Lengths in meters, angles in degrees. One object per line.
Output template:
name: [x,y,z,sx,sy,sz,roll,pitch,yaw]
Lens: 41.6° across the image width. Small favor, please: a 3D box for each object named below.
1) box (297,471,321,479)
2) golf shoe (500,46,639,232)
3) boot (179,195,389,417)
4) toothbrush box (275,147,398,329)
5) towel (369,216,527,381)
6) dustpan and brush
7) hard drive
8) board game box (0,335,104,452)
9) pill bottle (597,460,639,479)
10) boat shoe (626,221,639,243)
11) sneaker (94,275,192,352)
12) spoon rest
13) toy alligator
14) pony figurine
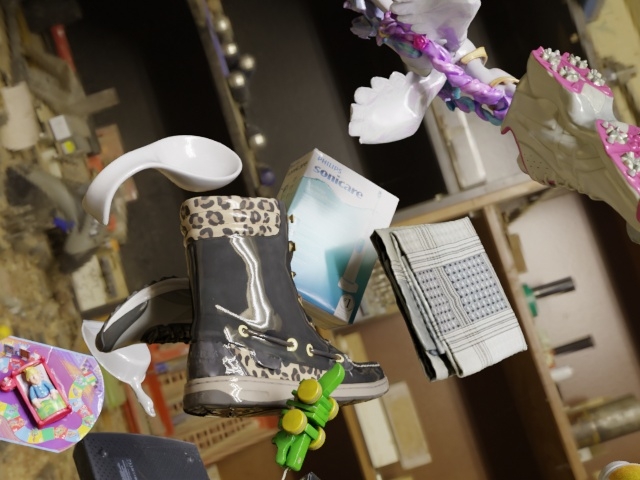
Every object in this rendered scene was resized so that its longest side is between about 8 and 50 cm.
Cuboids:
box: [-0.011,0.590,1.475,0.322,0.257,0.079,48,16,-14]
golf shoe: [0.318,-0.099,1.012,0.140,0.115,0.306,-58,-144,35]
boot: [-0.050,0.097,1.178,0.377,0.138,0.284,8,68,-48]
toothbrush box: [0.000,0.000,1.699,0.126,0.216,0.295,-21,-136,62]
towel: [0.260,0.101,1.637,0.324,0.056,0.312,-9,73,-46]
dustpan and brush: [-0.360,0.243,1.591,0.211,0.060,0.147,41,11,30]
hard drive: [-0.275,0.393,1.349,0.255,0.054,0.172,23,29,-51]
board game box: [-0.361,0.190,1.070,0.033,0.169,0.133,122,-18,-59]
pill bottle: [0.570,0.468,1.503,0.208,0.118,0.117,-106,178,-87]
boat shoe: [0.736,-0.122,1.898,0.118,0.103,0.320,-124,-154,-45]
sneaker: [-0.190,0.109,1.207,0.108,0.272,0.100,60,-37,18]
spoon rest: [-0.238,-0.109,1.309,0.137,0.276,0.084,35,-50,24]
toy alligator: [-0.031,0.222,0.973,0.056,0.051,0.189,51,58,-43]
pony figurine: [0.188,-0.335,1.472,0.363,0.351,0.302,58,-46,40]
